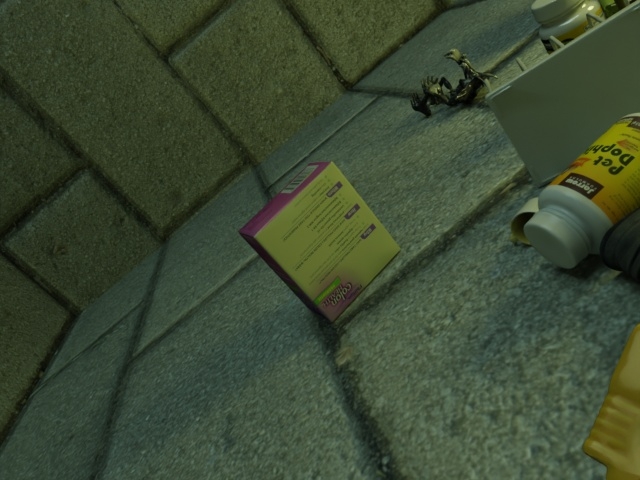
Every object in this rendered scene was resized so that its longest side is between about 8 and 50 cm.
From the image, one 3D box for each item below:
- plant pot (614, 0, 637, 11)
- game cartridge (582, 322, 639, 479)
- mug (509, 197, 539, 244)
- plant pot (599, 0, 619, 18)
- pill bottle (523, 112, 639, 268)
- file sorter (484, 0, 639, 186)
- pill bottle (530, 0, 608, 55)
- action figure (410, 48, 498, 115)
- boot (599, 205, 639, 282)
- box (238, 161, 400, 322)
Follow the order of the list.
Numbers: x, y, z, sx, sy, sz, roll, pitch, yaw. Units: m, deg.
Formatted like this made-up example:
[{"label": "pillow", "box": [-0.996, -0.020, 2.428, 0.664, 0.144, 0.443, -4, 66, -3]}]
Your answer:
[{"label": "plant pot", "box": [0.678, -0.511, 1.000, 0.212, 0.212, 0.187, -32, 11, 22]}, {"label": "game cartridge", "box": [0.369, 0.080, 0.334, 0.285, 0.052, 0.324, 18, 76, 54]}, {"label": "mug", "box": [0.332, -0.035, 0.809, 0.078, 0.062, 0.064, -9, 28, 43]}, {"label": "plant pot", "box": [0.705, -0.572, 1.247, 0.083, 0.083, 0.079, -24, 39, 38]}, {"label": "pill bottle", "box": [0.382, -0.063, 0.694, 0.215, 0.117, 0.117, -42, 21, -5]}, {"label": "file sorter", "box": [0.453, -0.268, 0.891, 0.277, 0.193, 0.173, -30, 20, 26]}, {"label": "pill bottle", "box": [0.516, -0.404, 1.029, 0.119, 0.208, 0.119, -34, 21, 15]}, {"label": "action figure", "box": [0.372, -0.457, 1.489, 0.164, 0.141, 0.275, -47, 18, -21]}, {"label": "boot", "box": [0.469, -0.036, 0.508, 0.338, 0.118, 0.223, -28, 18, 19]}, {"label": "box", "box": [0.000, 0.000, 1.045, 0.213, 0.243, 0.117, -46, 21, -13]}]
